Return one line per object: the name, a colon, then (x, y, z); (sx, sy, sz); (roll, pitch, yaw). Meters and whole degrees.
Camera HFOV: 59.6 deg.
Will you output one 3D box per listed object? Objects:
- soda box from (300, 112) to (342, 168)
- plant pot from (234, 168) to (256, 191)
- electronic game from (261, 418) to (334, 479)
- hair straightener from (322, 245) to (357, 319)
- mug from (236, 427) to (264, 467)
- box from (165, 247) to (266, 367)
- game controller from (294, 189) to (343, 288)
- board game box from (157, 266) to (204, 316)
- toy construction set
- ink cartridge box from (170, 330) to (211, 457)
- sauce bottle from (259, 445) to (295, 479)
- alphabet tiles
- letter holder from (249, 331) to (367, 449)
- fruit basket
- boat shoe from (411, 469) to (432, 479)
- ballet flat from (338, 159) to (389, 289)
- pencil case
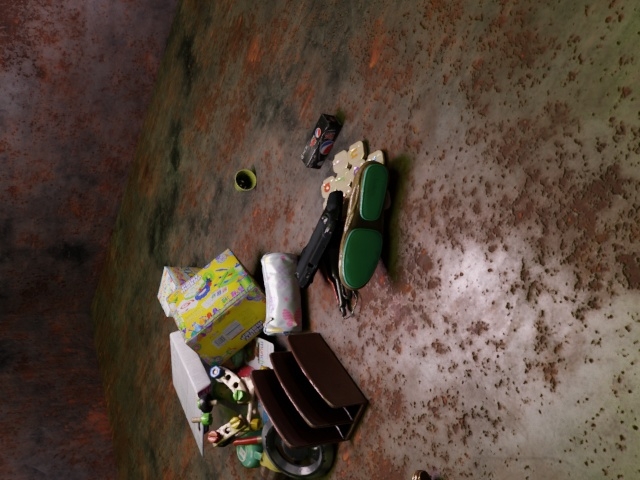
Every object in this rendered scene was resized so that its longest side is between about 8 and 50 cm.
soda box: (0.001, -0.305, 1.731); (0.169, 0.053, 0.060); (-60, 43, 33)
plant pot: (-0.296, -0.221, 2.144); (0.079, 0.083, 0.083); (151, 118, -65)
electronic game: (-0.069, 0.606, 1.654); (0.229, 0.048, 0.229); (5, 106, 19)
hair straightener: (0.057, 0.116, 1.608); (0.089, 0.047, 0.230); (-44, 47, 44)
mug: (-0.222, 0.708, 1.915); (0.158, 0.097, 0.129); (-46, 51, 44)
box: (-0.341, 0.228, 1.933); (0.290, 0.177, 0.279); (-39, 39, -5)
game controller: (0.000, 0.000, 1.617); (0.319, 0.067, 0.166); (118, 174, -46)
board game box: (-0.464, 0.198, 2.161); (0.142, 0.275, 0.144); (44, 123, 48)
toy construction set: (-0.217, 0.541, 1.778); (0.257, 0.237, 0.308); (-84, -21, -50)
ink cartridge box: (-0.436, 0.530, 1.939); (0.330, 0.071, 0.324); (53, 146, 34)
sauce bottle: (-0.132, 0.688, 1.775); (0.111, 0.111, 0.344); (40, 118, 50)
alphabet tiles: (0.099, -0.133, 1.600); (0.278, 0.021, 0.284); (-24, 67, 49)
letter holder: (-0.050, 0.418, 1.591); (0.302, 0.214, 0.152); (49, 126, 46)
fruit basket: (-0.296, 0.475, 1.982); (0.353, 0.165, 0.327); (15, 107, 47)
boat shoe: (0.262, 0.606, 1.259); (0.060, 0.064, 0.178); (-38, 63, 41)
ballet flat: (0.105, -0.043, 1.487); (0.124, 0.116, 0.342); (-165, 82, -73)
pencil case: (-0.127, 0.174, 1.808); (0.113, 0.124, 0.273); (119, 149, -75)
